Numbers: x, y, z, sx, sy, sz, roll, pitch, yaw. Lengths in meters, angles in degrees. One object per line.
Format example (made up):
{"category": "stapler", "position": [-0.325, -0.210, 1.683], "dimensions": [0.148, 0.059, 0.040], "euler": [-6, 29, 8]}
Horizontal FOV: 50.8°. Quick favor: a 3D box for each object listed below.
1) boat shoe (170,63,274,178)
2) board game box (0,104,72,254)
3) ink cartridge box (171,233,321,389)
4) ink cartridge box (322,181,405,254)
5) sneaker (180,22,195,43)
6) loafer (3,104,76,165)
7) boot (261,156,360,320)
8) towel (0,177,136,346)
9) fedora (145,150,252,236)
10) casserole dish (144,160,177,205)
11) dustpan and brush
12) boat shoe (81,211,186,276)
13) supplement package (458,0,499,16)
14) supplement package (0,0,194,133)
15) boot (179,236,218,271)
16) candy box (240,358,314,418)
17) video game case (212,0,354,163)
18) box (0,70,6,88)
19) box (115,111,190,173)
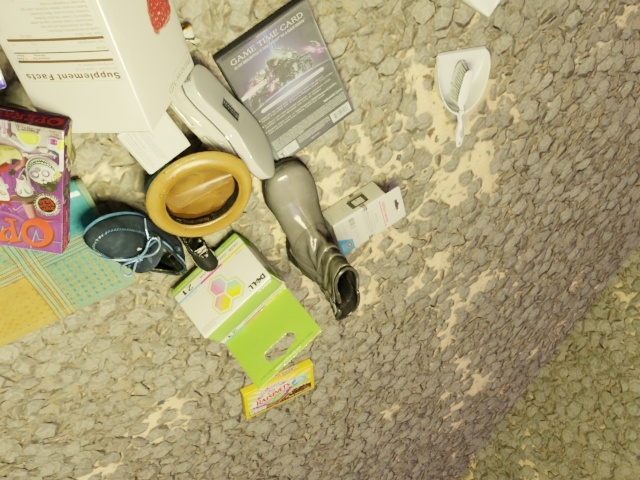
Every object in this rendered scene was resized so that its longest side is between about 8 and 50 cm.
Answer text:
{"category": "boat shoe", "position": [-0.180, -0.197, 1.206], "dimensions": [0.088, 0.096, 0.267], "euler": [-15, 145, 25]}
{"category": "board game box", "position": [-0.530, -0.101, 0.940], "dimensions": [0.346, 0.056, 0.208], "euler": [9, 126, -8]}
{"category": "ink cartridge box", "position": [-0.150, 0.143, 1.375], "dimensions": [0.189, 0.255, 0.097], "euler": [-43, 155, 2]}
{"category": "ink cartridge box", "position": [0.100, -0.060, 1.546], "dimensions": [0.180, 0.060, 0.104], "euler": [-31, 136, -11]}
{"category": "sneaker", "position": [-0.242, -0.320, 1.099], "dimensions": [0.083, 0.032, 0.037], "euler": [-30, 137, -12]}
{"category": "loafer", "position": [-0.446, -0.161, 1.067], "dimensions": [0.056, 0.050, 0.148], "euler": [-48, 138, 7]}
{"category": "boot", "position": [0.000, 0.000, 1.395], "dimensions": [0.118, 0.223, 0.338], "euler": [-32, 139, -9]}
{"category": "towel", "position": [-0.544, 0.063, 1.192], "dimensions": [0.370, 0.040, 0.271], "euler": [-27, 136, -14]}
{"category": "fedora", "position": [-0.221, -0.096, 1.211], "dimensions": [0.194, 0.079, 0.194], "euler": [-14, 134, -15]}
{"category": "casserole dish", "position": [-0.249, -0.096, 1.277], "dimensions": [0.188, 0.037, 0.114], "euler": [9, 118, -40]}
{"category": "dustpan and brush", "position": [0.311, -0.311, 1.492], "dimensions": [0.147, 0.060, 0.211], "euler": [-16, 132, -26]}
{"category": "boat shoe", "position": [-0.315, 0.011, 1.219], "dimensions": [0.109, 0.089, 0.258], "euler": [-41, 160, 16]}
{"category": "supplement package", "position": [0.240, -0.531, 1.152], "dimensions": [0.149, 0.203, 0.194], "euler": [17, 112, -44]}
{"category": "supplement package", "position": [-0.314, -0.311, 0.899], "dimensions": [0.175, 0.178, 0.293], "euler": [3, 137, 15]}
{"category": "boot", "position": [-0.234, 0.018, 1.308], "dimensions": [0.045, 0.099, 0.121], "euler": [-37, 108, -12]}
{"category": "candy box", "position": [-0.112, 0.394, 1.792], "dimensions": [0.205, 0.027, 0.105], "euler": [-21, 131, -22]}
{"category": "video game case", "position": [-0.059, -0.290, 1.265], "dimensions": [0.196, 0.026, 0.274], "euler": [-37, 137, -5]}
{"category": "box", "position": [-0.485, -0.275, 0.886], "dimensions": [0.072, 0.126, 0.137], "euler": [-24, 135, -20]}
{"category": "box", "position": [-0.291, -0.189, 1.119], "dimensions": [0.087, 0.101, 0.102], "euler": [-38, 140, -4]}
